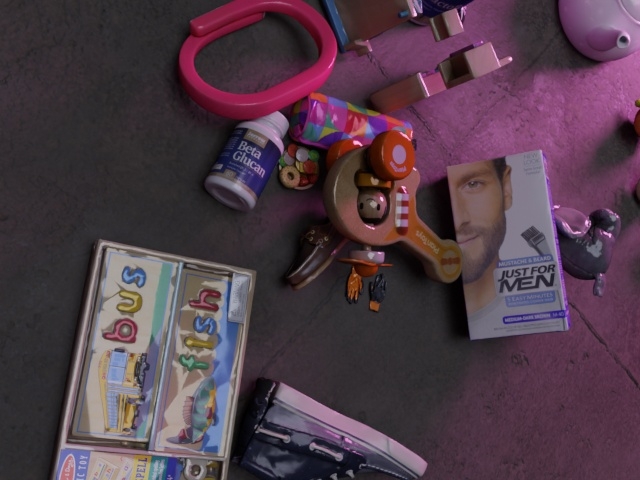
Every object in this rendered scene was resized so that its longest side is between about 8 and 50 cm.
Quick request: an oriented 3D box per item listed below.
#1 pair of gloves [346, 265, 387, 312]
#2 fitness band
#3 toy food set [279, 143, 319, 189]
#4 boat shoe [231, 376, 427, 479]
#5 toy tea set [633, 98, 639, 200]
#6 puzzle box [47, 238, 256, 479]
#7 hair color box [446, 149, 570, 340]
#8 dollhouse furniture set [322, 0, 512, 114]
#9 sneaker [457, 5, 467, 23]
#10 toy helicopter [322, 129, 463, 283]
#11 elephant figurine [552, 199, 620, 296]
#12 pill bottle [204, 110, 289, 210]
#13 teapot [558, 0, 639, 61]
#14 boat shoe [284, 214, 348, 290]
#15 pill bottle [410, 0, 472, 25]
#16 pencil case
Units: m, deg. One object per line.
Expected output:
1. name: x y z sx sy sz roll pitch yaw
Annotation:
1. pair of gloves: 0.086 0.089 1.447 0.083 0.010 0.074 20 74 -24
2. fitness band: -0.108 -0.319 1.343 0.290 0.054 0.209 -33 76 -26
3. toy food set: -0.039 -0.133 1.410 0.083 0.020 0.083 2 82 -26
4. boat shoe: 0.010 0.370 1.319 0.340 0.127 0.158 29 77 -12
5. toy tea set: 0.824 -0.180 1.782 0.124 0.200 0.336 -23 110 -59
6. puzzle box: -0.261 0.221 1.231 0.272 0.052 0.409 12 78 -24
7. hair color box: 0.359 0.012 1.490 0.110 0.185 0.339 8 74 -69
8. dollhouse furniture set: 0.188 -0.422 1.424 0.198 0.286 0.304 -29 99 -35
9. sneaker: 0.296 -0.502 1.621 0.043 0.040 0.109 6 81 -28
10. toy helicopter: 0.134 -0.014 1.363 0.355 0.140 0.235 37 65 -34
11. elephant figurine: 0.473 -0.022 1.590 0.239 0.186 0.169 21 100 -16
12. pill bottle: -0.120 -0.143 1.329 0.094 0.094 0.169 33 70 -19
13. teapot: 0.675 -0.537 1.735 0.252 0.187 0.256 -11 87 -28
14. boat shoe: 0.000 0.000 1.384 0.073 0.073 0.207 53 56 -17
15. pill bottle: 0.259 -0.526 1.478 0.153 0.264 0.153 4 81 -26
16. pencil case: 0.059 -0.199 1.427 0.236 0.104 0.105 14 77 -23
